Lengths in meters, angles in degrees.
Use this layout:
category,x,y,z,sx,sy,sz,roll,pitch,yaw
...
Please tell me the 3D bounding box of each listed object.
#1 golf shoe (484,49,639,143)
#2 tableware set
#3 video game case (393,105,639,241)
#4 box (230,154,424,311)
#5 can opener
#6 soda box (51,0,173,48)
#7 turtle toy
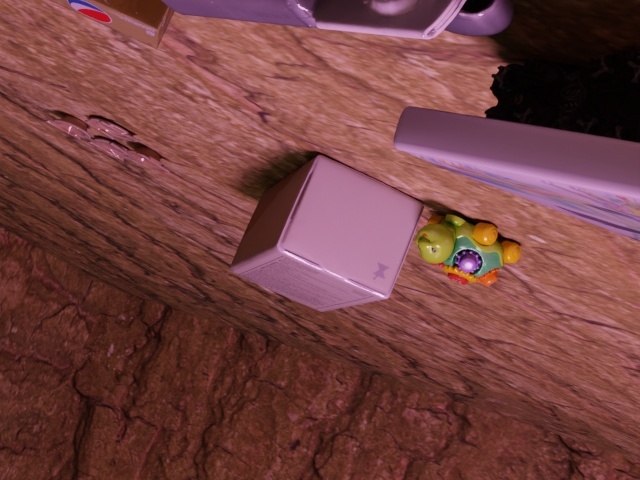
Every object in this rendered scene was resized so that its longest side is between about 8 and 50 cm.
category,x,y,z,sx,sy,sz,roll,pitch,yaw
golf shoe,0.210,-0.089,0.973,0.094,0.077,0.198,18,-179,-37
tableware set,-0.287,-0.134,1.880,0.168,0.020,0.141,12,164,47
video game case,0.257,-0.014,0.903,0.300,0.036,0.329,17,-179,-35
box,0.000,0.000,1.664,0.148,0.121,0.311,25,169,-11
can opener,0.005,-0.172,0.955,0.283,0.076,0.095,14,165,45
soda box,-0.206,-0.230,1.142,0.181,0.061,0.058,24,170,-4
turtle toy,0.156,0.010,1.540,0.095,0.066,0.130,11,164,46
